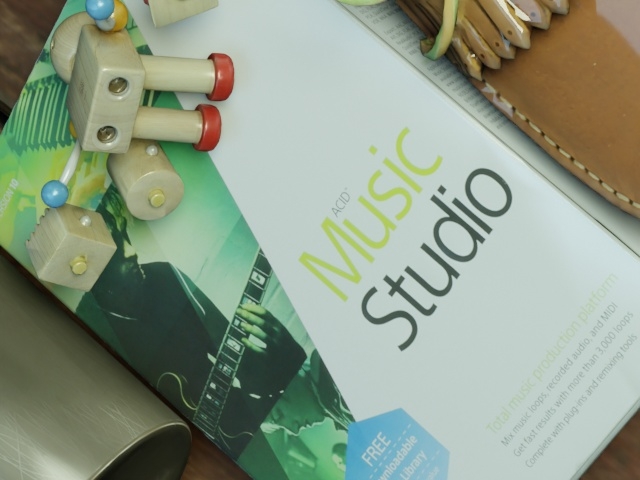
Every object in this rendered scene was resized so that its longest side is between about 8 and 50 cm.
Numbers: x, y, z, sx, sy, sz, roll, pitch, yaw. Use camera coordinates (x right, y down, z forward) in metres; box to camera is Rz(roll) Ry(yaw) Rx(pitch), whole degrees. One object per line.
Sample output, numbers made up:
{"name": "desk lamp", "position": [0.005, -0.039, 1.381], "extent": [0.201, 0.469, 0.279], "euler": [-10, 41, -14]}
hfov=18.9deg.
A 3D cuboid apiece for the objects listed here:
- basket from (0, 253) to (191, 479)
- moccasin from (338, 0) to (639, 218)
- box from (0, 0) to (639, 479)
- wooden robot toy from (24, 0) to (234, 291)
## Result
{"name": "basket", "position": [-0.188, 0.072, 0.940], "extent": [0.227, 0.204, 0.154], "euler": [37, 82, 18]}
{"name": "moccasin", "position": [0.041, -0.161, 0.738], "extent": [0.139, 0.147, 0.380], "euler": [-35, 88, 36]}
{"name": "box", "position": [0.000, 0.000, 0.882], "extent": [0.322, 0.058, 0.232], "euler": [42, 125, 13]}
{"name": "wooden robot toy", "position": [-0.090, -0.067, 0.854], "extent": [0.079, 0.076, 0.173], "euler": [56, 136, 47]}
